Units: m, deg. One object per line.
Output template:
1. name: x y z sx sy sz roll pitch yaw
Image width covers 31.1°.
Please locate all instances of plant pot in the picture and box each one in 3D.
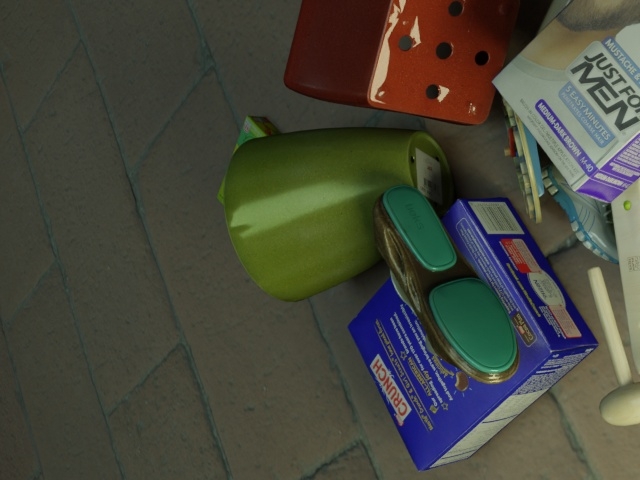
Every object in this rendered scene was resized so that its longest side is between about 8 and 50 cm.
1. plant pot: 0.130 -0.288 1.595 0.236 0.267 0.267 -128 48 -62
2. plant pot: 0.049 -0.065 1.787 0.293 0.275 0.275 -15 79 33

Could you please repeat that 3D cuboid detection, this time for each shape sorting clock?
1. shape sorting clock: 0.270 -0.123 1.559 0.040 0.206 0.206 -9 81 8

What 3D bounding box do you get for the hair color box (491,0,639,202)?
1. hair color box: 0.377 -0.224 1.289 0.339 0.110 0.185 -45 58 23

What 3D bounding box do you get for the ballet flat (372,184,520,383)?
1. ballet flat: 0.159 0.078 1.564 0.342 0.116 0.124 59 151 33

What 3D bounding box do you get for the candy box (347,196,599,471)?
1. candy box: 0.208 0.138 1.671 0.317 0.122 0.268 -50 54 37

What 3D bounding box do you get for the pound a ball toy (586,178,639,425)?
1. pound a ball toy: 0.420 0.046 1.343 0.135 0.208 0.319 -15 78 50

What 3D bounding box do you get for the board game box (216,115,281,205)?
1. board game box: -0.128 -0.131 2.139 0.092 0.043 0.181 47 125 39

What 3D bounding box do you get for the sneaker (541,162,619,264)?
1. sneaker: 0.366 -0.052 1.519 0.083 0.071 0.191 -51 54 31

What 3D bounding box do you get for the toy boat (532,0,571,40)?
1. toy boat: 0.362 -0.268 1.479 0.151 0.151 0.231 25 100 4
